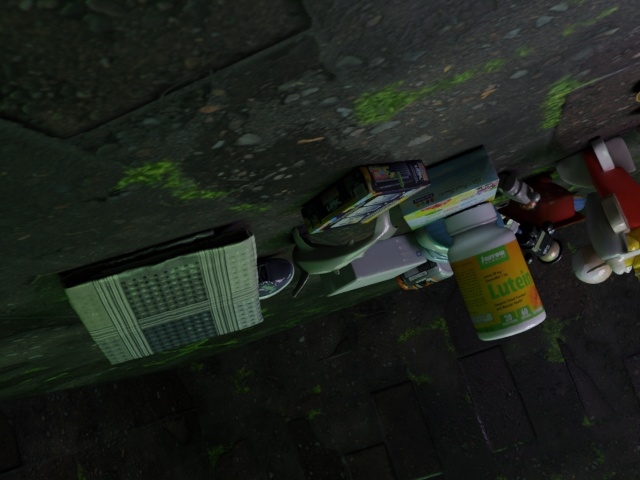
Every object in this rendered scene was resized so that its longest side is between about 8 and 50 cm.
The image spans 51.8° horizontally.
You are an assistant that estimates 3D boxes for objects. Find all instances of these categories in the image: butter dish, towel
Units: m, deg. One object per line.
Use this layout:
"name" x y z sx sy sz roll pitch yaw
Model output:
"butter dish" 0.534 -0.102 1.588 0.159 0.118 0.160 -17 -149 -23
"towel" -0.256 0.098 1.157 0.312 0.056 0.324 -15 149 -11

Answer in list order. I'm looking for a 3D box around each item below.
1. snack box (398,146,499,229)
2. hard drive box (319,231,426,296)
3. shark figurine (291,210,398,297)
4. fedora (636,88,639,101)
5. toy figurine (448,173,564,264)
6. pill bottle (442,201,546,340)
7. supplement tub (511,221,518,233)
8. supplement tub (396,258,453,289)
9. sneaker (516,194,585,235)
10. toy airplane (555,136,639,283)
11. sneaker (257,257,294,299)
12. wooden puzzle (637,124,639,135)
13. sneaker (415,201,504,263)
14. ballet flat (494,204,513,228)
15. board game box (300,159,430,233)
"snack box" 0.230 -0.088 1.208 0.174 0.070 0.207 -21 172 10
"hard drive box" 0.138 0.064 1.782 0.232 0.089 0.181 -13 168 -30
"shark figurine" 0.009 0.005 1.246 0.278 0.116 0.166 -18 -153 43
"fedora" 0.608 -0.245 1.042 0.194 0.079 0.194 -18 170 -3
"toy figurine" 0.398 -0.019 1.435 0.213 0.210 0.148 -33 141 32
"pill bottle" 0.329 0.057 1.280 0.136 0.246 0.136 -21 177 -1
"supplement tub" 0.558 -0.035 2.068 0.071 0.071 0.107 -13 169 -31
"supplement tub" 0.359 0.099 2.283 0.117 0.117 0.190 -8 165 -46
"sneaker" 0.717 -0.048 2.125 0.296 0.131 0.112 -22 167 10
"toy airplane" 0.639 -0.030 1.418 0.386 0.384 0.272 34 112 -25
"sneaker" -0.149 0.078 1.350 0.226 0.086 0.163 -15 171 -16
"wooden puzzle" 0.805 -0.273 1.180 0.322 0.081 0.348 -19 172 -31
"sneaker" 0.297 0.000 1.639 0.319 0.127 0.208 -8 163 -44
"ballet flat" 0.486 -0.063 1.822 0.221 0.077 0.079 -7 145 -47
"board game box" 0.072 -0.071 1.077 0.141 0.048 0.170 -13 168 -40
